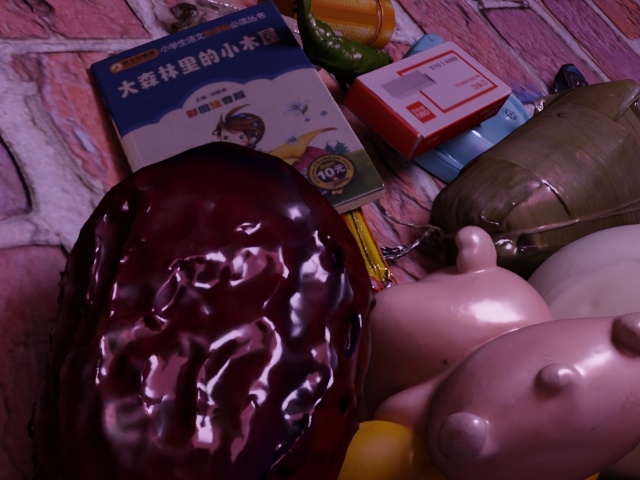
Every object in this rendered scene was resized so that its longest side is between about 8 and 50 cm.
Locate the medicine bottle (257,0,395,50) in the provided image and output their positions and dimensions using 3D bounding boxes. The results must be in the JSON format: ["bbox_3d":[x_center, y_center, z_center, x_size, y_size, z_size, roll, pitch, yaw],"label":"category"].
[{"bbox_3d":[0.009,-0.322,1.433,0.192,0.096,0.096,-4,54,-43],"label":"medicine bottle"}]

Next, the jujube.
[{"bbox_3d":[-0.090,0.091,0.791,0.258,0.258,0.376,24,51,-20],"label":"jujube"}]

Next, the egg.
[{"bbox_3d":[0.343,0.122,1.094,0.283,0.283,0.345,42,5,3],"label":"egg"}]

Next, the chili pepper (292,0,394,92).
[{"bbox_3d":[0.031,-0.238,1.242,0.076,0.085,0.359,62,10,9],"label":"chili pepper"}]

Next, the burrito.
[{"bbox_3d":[-0.088,-0.266,1.306,0.226,0.087,0.060,12,35,-27],"label":"burrito"}]

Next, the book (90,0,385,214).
[{"bbox_3d":[-0.098,-0.124,1.064,0.228,0.018,0.322,-22,55,-11],"label":"book"}]

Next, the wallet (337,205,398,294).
[{"bbox_3d":[0.000,0.000,1.048,0.067,0.141,0.241,7,47,-30],"label":"wallet"}]

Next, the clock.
[{"bbox_3d":[0.217,-0.168,1.455,0.274,0.094,0.223,34,38,-5],"label":"clock"}]

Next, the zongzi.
[{"bbox_3d":[0.290,0.037,1.290,0.447,0.181,0.418,-34,110,-31],"label":"zongzi"}]

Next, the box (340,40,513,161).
[{"bbox_3d":[0.145,-0.187,1.302,0.123,0.050,0.229,45,44,17],"label":"box"}]

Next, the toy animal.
[{"bbox_3d":[0.117,0.120,0.890,0.278,0.345,0.246,-9,64,-8],"label":"toy animal"}]

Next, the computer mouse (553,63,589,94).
[{"bbox_3d":[0.448,-0.255,1.790,0.079,0.047,0.135,18,52,-36],"label":"computer mouse"}]
